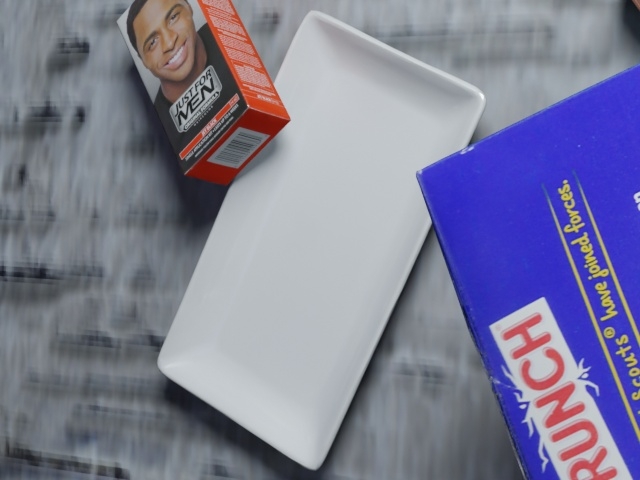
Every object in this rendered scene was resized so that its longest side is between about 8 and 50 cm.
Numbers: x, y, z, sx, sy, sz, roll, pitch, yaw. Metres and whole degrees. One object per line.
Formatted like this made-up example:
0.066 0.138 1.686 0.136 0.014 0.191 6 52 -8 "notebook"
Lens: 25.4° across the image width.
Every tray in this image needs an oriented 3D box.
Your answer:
0.000 0.000 0.933 0.145 0.030 0.270 30 104 26 "tray"

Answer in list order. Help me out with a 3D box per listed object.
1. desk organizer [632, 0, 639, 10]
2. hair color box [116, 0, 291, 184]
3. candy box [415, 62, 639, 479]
0.223 -0.121 0.803 0.050 0.047 0.130 -39 72 25 "desk organizer"
-0.080 -0.115 0.950 0.072 0.043 0.141 -44 56 27 "hair color box"
0.235 0.027 0.618 0.317 0.122 0.268 -24 79 25 "candy box"
